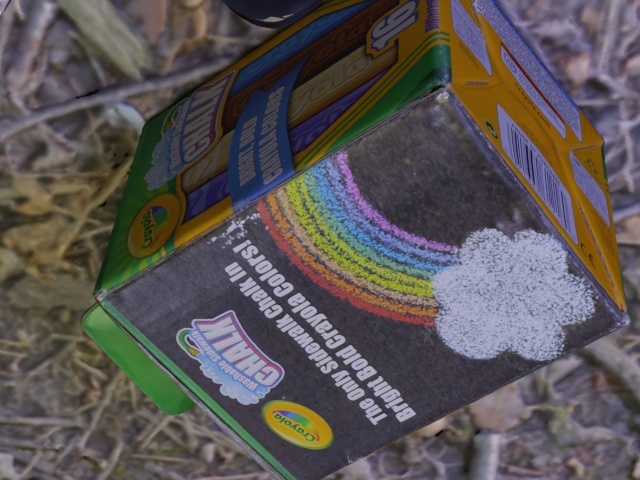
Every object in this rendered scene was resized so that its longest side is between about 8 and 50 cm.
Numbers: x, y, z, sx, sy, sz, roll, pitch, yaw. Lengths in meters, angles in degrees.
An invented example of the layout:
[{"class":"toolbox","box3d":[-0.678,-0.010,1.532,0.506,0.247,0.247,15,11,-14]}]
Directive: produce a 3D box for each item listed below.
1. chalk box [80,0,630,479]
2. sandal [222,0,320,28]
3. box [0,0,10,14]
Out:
[{"class":"chalk box","box3d":[0.000,0.000,0.874,0.289,0.179,0.180,-29,119,24]},{"class":"sandal","box3d":[0.001,-0.226,0.736,0.097,0.054,0.255,25,103,8]},{"class":"box","box3d":[-0.173,-0.230,0.810,0.114,0.036,0.207,27,123,-14]}]
